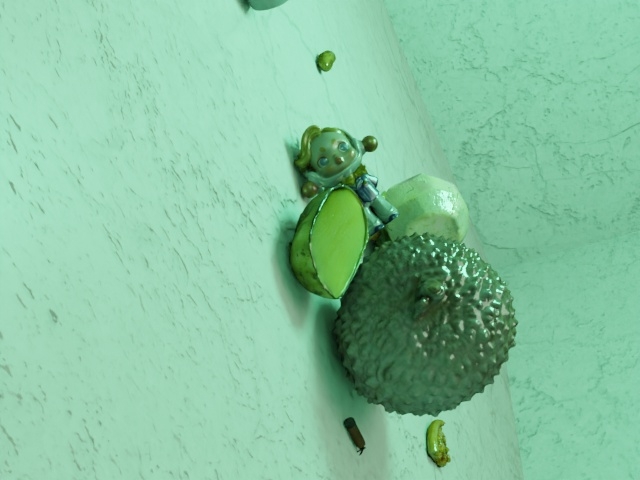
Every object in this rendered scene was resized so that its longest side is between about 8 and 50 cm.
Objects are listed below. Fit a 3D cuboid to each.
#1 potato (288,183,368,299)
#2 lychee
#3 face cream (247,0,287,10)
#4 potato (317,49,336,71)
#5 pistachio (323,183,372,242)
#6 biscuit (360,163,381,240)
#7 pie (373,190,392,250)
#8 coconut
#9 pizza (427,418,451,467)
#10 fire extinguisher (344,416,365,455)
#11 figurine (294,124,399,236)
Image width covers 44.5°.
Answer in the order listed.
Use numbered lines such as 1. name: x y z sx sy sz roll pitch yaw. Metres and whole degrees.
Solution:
1. potato: 0.000 0.000 1.567 0.160 0.111 0.272 55 38 -26
2. lychee: 0.208 0.182 1.631 0.432 0.380 0.380 87 -6 -67
3. face cream: -0.122 -0.569 1.710 0.117 0.117 0.104 -83 159 -52
4. potato: 0.015 -0.501 2.176 0.092 0.046 0.045 -68 155 -48
5. pistachio: 0.070 -0.076 1.844 0.124 0.124 0.185 12 58 -70
6. biscuit: 0.102 -0.102 2.041 0.220 0.066 0.221 -14 90 -74
7. pie: 0.219 -0.005 2.248 0.257 0.105 0.275 45 32 -39
8. coconut: 0.279 -0.069 2.097 0.230 0.227 0.227 -102 166 -58
9. pizza: 0.327 0.564 2.148 0.178 0.041 0.131 -9 84 -72
10. fire extinguisher: 0.070 0.394 1.569 0.028 0.022 0.083 -39 118 -30
11. figurine: 0.067 -0.146 1.745 0.274 0.194 0.133 30 -4 -2
